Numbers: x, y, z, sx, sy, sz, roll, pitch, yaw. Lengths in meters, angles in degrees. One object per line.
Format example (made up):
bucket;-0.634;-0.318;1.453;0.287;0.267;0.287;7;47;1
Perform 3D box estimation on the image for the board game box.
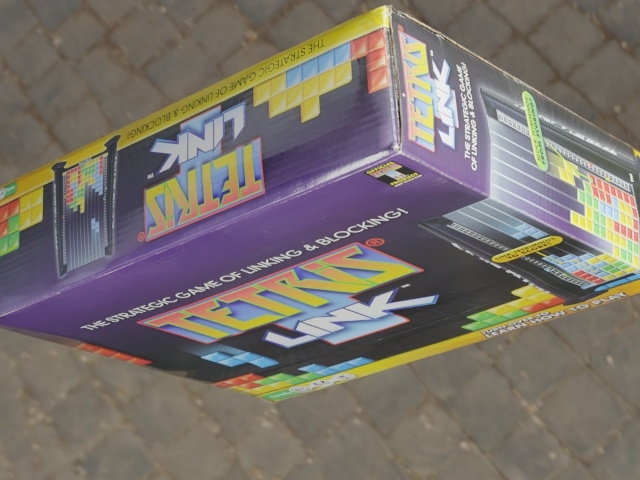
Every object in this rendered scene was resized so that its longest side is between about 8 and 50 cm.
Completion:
board game box;0.000;0.000;0.488;0.170;0.141;0.048;-21;63;37
